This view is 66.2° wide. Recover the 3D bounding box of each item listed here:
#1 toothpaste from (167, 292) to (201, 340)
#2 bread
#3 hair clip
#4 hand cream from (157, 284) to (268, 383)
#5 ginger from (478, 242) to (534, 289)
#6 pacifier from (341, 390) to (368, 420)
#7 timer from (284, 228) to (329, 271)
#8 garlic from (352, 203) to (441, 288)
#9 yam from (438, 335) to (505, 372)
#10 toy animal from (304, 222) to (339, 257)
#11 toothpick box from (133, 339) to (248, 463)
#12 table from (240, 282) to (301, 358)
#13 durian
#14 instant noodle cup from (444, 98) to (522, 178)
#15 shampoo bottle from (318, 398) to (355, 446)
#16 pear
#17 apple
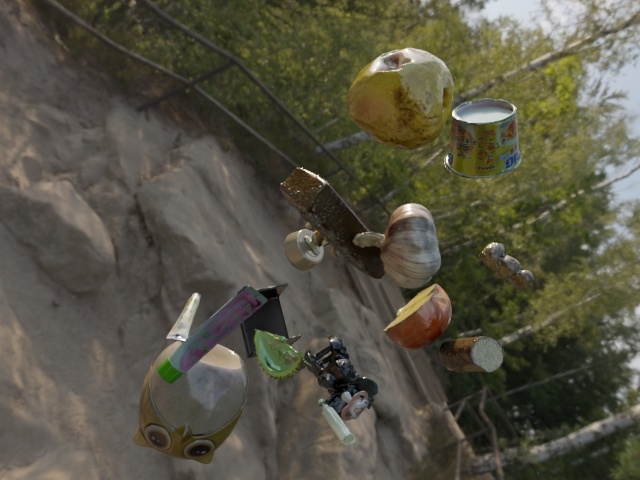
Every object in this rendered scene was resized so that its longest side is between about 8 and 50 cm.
[{"bbox_3d":[-0.559,0.318,2.064,0.056,0.058,0.314,54,17,-21],"label":"toothpaste"},{"bbox_3d":[0.055,-0.039,1.467,0.416,0.113,0.165,45,-2,-40],"label":"bread"},{"bbox_3d":[0.079,0.481,1.673,0.310,0.194,0.206,56,1,-26],"label":"hair clip"},{"bbox_3d":[-0.240,0.204,1.079,0.050,0.275,0.079,48,-1,13],"label":"hand cream"},{"bbox_3d":[0.661,0.092,1.731,0.204,0.104,0.080,46,-22,17],"label":"ginger"},{"bbox_3d":[0.089,0.455,1.376,0.078,0.099,0.081,34,-6,44],"label":"pacifier"},{"bbox_3d":[0.000,0.000,1.990,0.175,0.266,0.175,27,49,-36],"label":"timer"},{"bbox_3d":[0.213,0.013,1.405,0.245,0.253,0.245,-176,-90,-83],"label":"garlic"},{"bbox_3d":[0.521,0.401,1.732,0.129,0.128,0.238,61,-24,2],"label":"yam"},{"bbox_3d":[0.045,-0.044,1.728,0.121,0.168,0.233,31,-3,25],"label":"toy animal"},{"bbox_3d":[-0.507,0.638,1.941,0.409,0.425,0.409,22,2,-1],"label":"toothpick box"},{"bbox_3d":[-0.234,0.356,2.159,0.282,0.196,0.250,130,-51,-63],"label":"table"},{"bbox_3d":[-0.097,0.300,1.252,0.215,0.086,0.100,21,-57,37],"label":"durian"},{"bbox_3d":[0.435,-0.281,1.317,0.205,0.205,0.153,-113,-170,-55],"label":"instant noodle cup"},{"bbox_3d":[0.033,0.435,1.190,0.049,0.034,0.141,38,2,-41],"label":"shampoo bottle"},{"bbox_3d":[0.202,-0.359,1.247,0.271,0.271,0.271,63,3,-5],"label":"pear"},{"bbox_3d":[0.391,0.305,1.845,0.163,0.251,0.293,50,34,3],"label":"apple"}]
